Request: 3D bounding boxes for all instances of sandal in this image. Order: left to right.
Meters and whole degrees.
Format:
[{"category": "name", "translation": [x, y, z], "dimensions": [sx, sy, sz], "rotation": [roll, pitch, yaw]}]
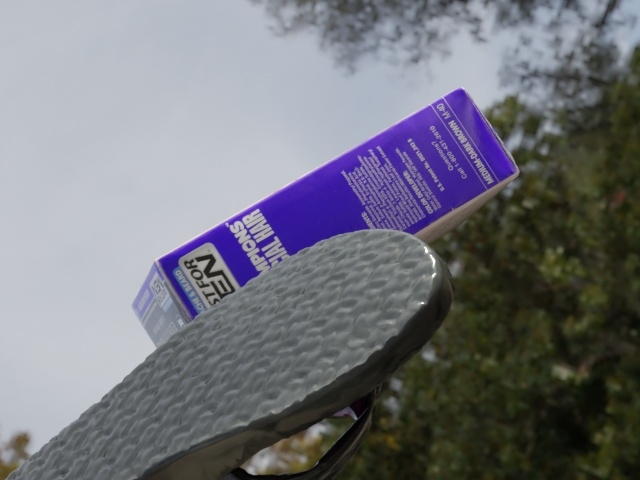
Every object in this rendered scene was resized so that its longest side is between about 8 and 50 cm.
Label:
[{"category": "sandal", "translation": [-0.074, 0.141, 1.093], "dimensions": [0.107, 0.446, 0.167], "rotation": [42, -155, -28]}]

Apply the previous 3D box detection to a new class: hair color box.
[{"category": "hair color box", "translation": [0.000, 0.000, 1.447], "dimensions": [0.339, 0.110, 0.185], "rotation": [-32, -6, -19]}]
